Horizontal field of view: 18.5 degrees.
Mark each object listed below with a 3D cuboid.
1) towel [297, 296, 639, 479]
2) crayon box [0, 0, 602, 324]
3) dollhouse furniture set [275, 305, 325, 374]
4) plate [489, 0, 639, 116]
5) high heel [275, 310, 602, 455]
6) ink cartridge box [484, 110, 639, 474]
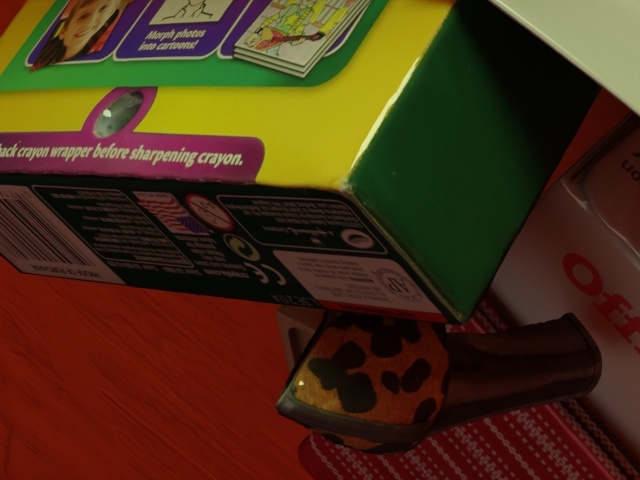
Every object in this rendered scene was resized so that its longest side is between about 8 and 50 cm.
[{"bbox_3d":[0.094,0.149,1.152,0.199,0.031,0.275,49,148,6],"label":"towel"},{"bbox_3d":[-0.002,-0.123,0.987,0.363,0.313,0.106,5,145,50],"label":"crayon box"},{"bbox_3d":[0.004,0.133,1.477,0.151,0.123,0.144,25,143,34],"label":"dollhouse furniture set"},{"bbox_3d":[0.220,-0.145,0.780,0.277,0.278,0.045,41,-178,13],"label":"plate"},{"bbox_3d":[0.000,0.000,0.981,0.261,0.186,0.093,47,128,34],"label":"high heel"},{"bbox_3d":[0.203,0.100,1.143,0.279,0.160,0.385,46,151,5],"label":"ink cartridge box"}]
